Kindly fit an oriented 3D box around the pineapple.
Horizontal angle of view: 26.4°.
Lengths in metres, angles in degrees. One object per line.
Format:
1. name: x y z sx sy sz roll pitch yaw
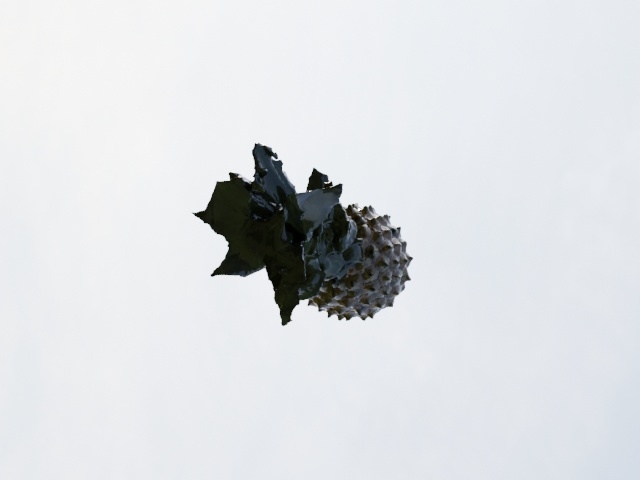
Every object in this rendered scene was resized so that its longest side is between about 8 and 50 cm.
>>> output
1. pineapple: 0.000 0.000 1.170 0.130 0.277 0.119 -30 -107 14
